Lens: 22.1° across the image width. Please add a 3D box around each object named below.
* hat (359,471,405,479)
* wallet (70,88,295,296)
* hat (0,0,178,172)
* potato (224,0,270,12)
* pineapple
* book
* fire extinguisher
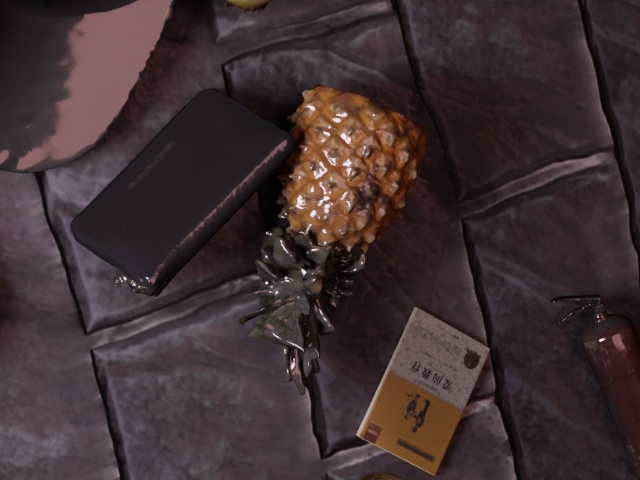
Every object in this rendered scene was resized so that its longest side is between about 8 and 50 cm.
[{"bbox_3d":[0.077,0.351,1.921,0.146,0.067,0.146,27,37,-23],"label":"hat"},{"bbox_3d":[-0.154,-0.056,1.769,0.250,0.149,0.044,-46,149,-17],"label":"wallet"},{"bbox_3d":[-0.302,-0.281,1.699,0.381,0.257,0.366,-46,145,14],"label":"hat"},{"bbox_3d":[-0.001,-0.416,1.722,0.301,0.237,0.288,-45,119,-49],"label":"potato"},{"bbox_3d":[0.000,0.000,1.840,0.169,0.169,0.340,21,88,-24],"label":"pineapple"},{"bbox_3d":[0.125,0.181,1.966,0.118,0.012,0.172,29,78,-22],"label":"book"},{"bbox_3d":[0.376,0.180,2.060,0.089,0.072,0.267,-22,102,9],"label":"fire extinguisher"}]
